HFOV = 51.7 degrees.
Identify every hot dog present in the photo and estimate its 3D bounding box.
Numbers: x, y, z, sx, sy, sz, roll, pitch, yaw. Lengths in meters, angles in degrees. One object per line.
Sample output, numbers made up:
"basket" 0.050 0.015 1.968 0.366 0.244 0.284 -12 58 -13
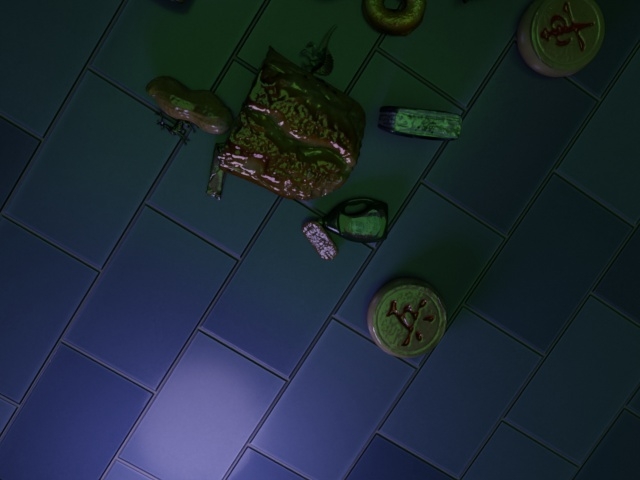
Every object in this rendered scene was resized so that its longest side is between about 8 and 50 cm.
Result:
"hot dog" -0.062 -0.298 1.874 0.365 0.196 0.367 25 104 -12

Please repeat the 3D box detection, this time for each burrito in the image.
"burrito" -0.300 -0.207 1.945 0.051 0.042 0.171 12 101 -3

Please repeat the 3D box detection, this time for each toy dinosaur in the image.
"toy dinosaur" 0.000 -0.528 1.917 0.187 0.044 0.106 -39 114 -10

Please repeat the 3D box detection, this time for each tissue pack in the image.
"tissue pack" 0.272 -0.331 1.857 0.185 0.257 0.081 5 102 -5

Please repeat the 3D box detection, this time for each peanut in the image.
"peanut" -0.370 -0.386 1.877 0.263 0.117 0.101 20 133 -4

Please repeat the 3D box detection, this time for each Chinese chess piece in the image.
"Chinese chess piece" 0.700 -0.604 1.924 0.250 0.097 0.251 -1 100 -5
"Chinese chess piece" 0.266 0.236 2.032 0.249 0.103 0.250 -1 97 -4

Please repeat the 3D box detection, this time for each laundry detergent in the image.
"laundry detergent" 0.097 -0.063 1.990 0.210 0.063 0.137 3 95 -2

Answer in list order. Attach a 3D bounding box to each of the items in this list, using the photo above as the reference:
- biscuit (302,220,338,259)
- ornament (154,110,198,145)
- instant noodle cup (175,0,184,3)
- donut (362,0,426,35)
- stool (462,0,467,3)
"biscuit" 0.000 0.000 1.993 0.071 0.018 0.147 -24 113 29
"ornament" -0.423 -0.339 1.920 0.125 0.028 0.073 34 96 -11
"instant noodle cup" -0.417 -0.737 1.787 0.182 0.182 0.144 20 107 -7
"donut" 0.216 -0.679 1.886 0.190 0.074 0.174 21 98 -7
"stool" 0.422 -0.775 1.865 0.121 0.125 0.217 -28 91 2
